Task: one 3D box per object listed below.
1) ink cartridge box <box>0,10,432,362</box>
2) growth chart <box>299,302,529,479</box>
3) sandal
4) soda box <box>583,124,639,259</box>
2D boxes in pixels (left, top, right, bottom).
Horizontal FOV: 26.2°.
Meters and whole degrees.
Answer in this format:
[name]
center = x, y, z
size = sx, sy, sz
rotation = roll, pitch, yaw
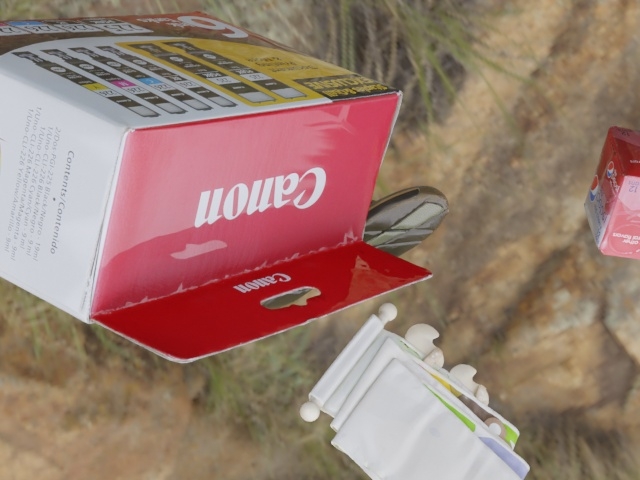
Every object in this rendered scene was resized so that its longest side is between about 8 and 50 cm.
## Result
[ink cartridge box]
center = -0.089, -0.054, 0.932
size = 0.309, 0.272, 0.130
rotation = -17, 126, -55
[growth chart]
center = 0.096, 0.170, 1.136
size = 0.172, 0.237, 0.021
rotation = -37, 171, -41
[sandal]
center = 0.000, 0.000, 1.124
size = 0.219, 0.060, 0.090
rotation = -28, 157, 29
[soda box]
center = 0.377, -0.028, 1.226
size = 0.263, 0.083, 0.092
rotation = 7, 127, -5
